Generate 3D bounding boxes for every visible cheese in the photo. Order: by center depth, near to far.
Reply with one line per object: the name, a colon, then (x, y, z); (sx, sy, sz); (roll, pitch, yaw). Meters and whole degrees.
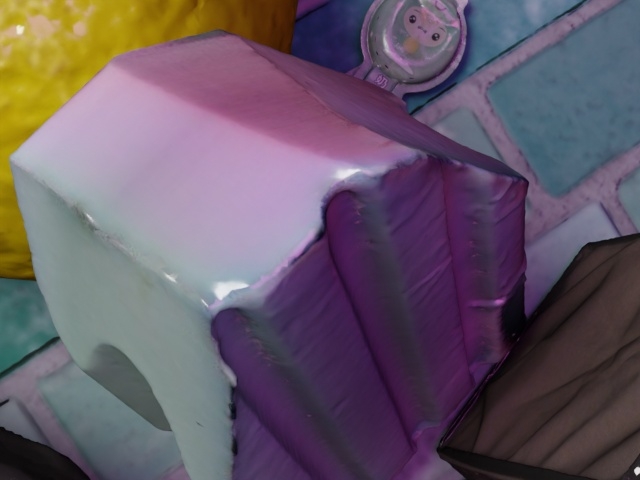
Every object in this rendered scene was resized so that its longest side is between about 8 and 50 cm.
cheese: (0.049, -0.115, 0.646); (0.067, 0.026, 0.121); (37, 79, -7)

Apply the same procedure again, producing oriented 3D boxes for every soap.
soap: (-0.002, 0.025, 0.469); (0.109, 0.324, 0.193); (39, 79, 22)

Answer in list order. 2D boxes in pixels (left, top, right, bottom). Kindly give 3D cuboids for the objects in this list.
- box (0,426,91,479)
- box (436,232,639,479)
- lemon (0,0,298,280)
box: (-0.305, 0.206, 0.462); (0.350, 0.091, 0.359); (23, 91, 3)
box: (0.200, 0.100, 0.549); (0.153, 0.252, 0.188); (41, 79, -6)
lemon: (-0.145, -0.121, 0.483); (0.268, 0.268, 0.322); (-39, 91, -13)
